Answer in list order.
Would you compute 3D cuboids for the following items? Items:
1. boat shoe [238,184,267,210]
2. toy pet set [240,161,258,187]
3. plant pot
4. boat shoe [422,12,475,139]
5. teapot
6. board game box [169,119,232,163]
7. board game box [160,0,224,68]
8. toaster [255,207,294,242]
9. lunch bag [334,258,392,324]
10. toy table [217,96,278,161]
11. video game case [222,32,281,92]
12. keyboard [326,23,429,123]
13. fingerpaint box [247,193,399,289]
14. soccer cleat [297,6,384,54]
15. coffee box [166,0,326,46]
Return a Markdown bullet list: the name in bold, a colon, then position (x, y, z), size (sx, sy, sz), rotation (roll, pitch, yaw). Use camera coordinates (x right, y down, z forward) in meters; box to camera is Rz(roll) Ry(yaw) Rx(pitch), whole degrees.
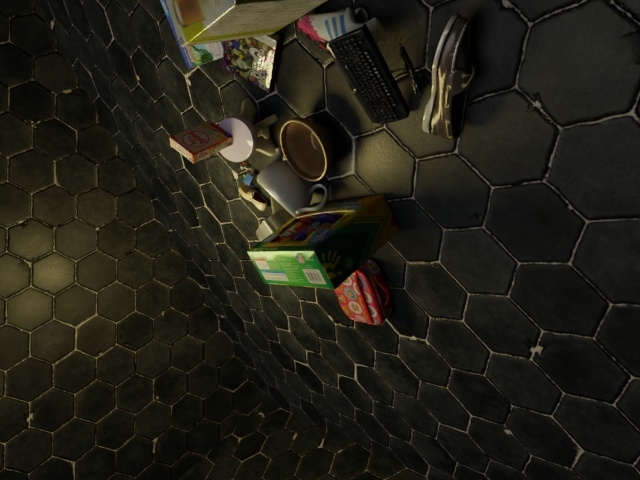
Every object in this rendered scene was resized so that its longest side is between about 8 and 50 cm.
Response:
- **boat shoe**: position (-0.316, -0.215, 2.234), size (0.170, 0.063, 0.059), rotation (38, 143, 7)
- **toy pet set**: position (-0.347, -0.290, 2.193), size (0.114, 0.065, 0.122), rotation (34, 143, 29)
- **plant pot**: position (-0.029, -0.343, 1.697), size (0.237, 0.109, 0.238), rotation (33, 142, 31)
- **boat shoe**: position (0.336, -0.398, 1.180), size (0.096, 0.116, 0.325), rotation (31, 145, 24)
- **teapot**: position (-0.112, -0.227, 1.854), size (0.256, 0.187, 0.252), rotation (45, -179, -18)
- **board game box**: position (-0.465, -0.389, 1.834), size (0.146, 0.193, 0.045), rotation (36, 142, 23)
- **board game box**: position (-0.488, -0.864, 1.838), size (0.317, 0.066, 0.319), rotation (9, 127, 48)
- **toaster**: position (-0.185, -0.055, 2.110), size (0.110, 0.168, 0.186), rotation (52, 148, 4)
- **lunch bag**: position (0.183, 0.208, 1.944), size (0.258, 0.120, 0.293), rotation (6, 126, 45)
- **toy table**: position (-0.296, -0.437, 1.904), size (0.274, 0.160, 0.252), rotation (6, 124, 49)
- **video game case**: position (-0.250, -0.672, 1.676), size (0.210, 0.042, 0.232), rotation (31, 148, 4)
- **keyboard**: position (0.171, -0.446, 1.278), size (0.201, 0.033, 0.317), rotation (-13, 143, 28)
- **fingerpaint box**: position (0.000, 0.000, 1.736), size (0.444, 0.371, 0.163), rotation (-2, 121, 53)
- **soccer cleat**: position (0.060, -0.612, 1.357), size (0.143, 0.116, 0.331), rotation (-55, 49, 12)
- **coffee box**: position (-0.227, -0.774, 1.294), size (0.334, 0.338, 0.338), rotation (0, 111, 51)
